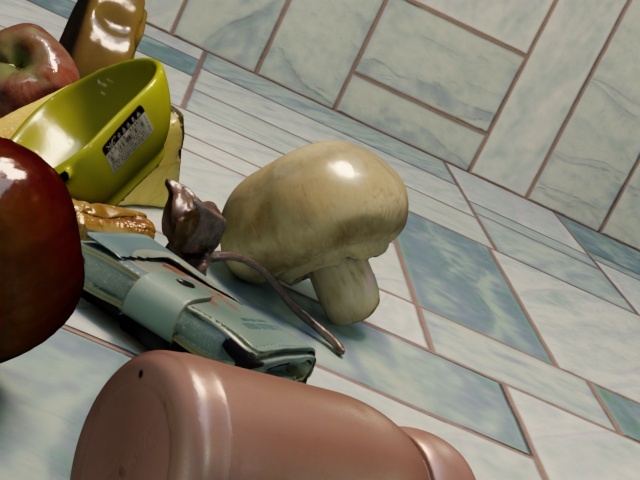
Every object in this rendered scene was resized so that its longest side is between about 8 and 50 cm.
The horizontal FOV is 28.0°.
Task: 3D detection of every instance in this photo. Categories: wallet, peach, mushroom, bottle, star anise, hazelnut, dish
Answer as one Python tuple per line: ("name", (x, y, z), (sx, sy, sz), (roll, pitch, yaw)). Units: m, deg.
("wallet", (-0.137, 0.080, 1.362), (0.250, 0.075, 0.176), (32, 9, 21))
("peach", (-0.418, -0.218, 1.816), (0.152, 0.152, 0.152), (24, 13, -6))
("mushroom", (0.000, 0.000, 1.674), (0.260, 0.253, 0.234), (80, -9, -83))
("bottle", (-0.027, 0.184, 0.958), (0.296, 0.173, 0.206), (16, 3, -35))
("star anise", (-0.075, 0.026, 1.548), (0.227, 0.148, 0.219), (5, 65, -29))
("hazelnut", (-0.315, 0.010, 1.041), (0.251, 0.217, 0.217), (11, 1, 40))
("dish", (-0.275, -0.103, 1.544), (0.221, 0.262, 0.108), (-7, -53, 40))

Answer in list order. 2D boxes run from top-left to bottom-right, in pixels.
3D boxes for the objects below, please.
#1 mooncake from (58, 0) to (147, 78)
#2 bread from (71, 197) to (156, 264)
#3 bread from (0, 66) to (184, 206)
("mooncake", (-0.368, -0.313, 2.122), (0.117, 0.235, 0.235), (18, 15, -20))
("bread", (-0.252, -0.005, 1.464), (0.132, 0.074, 0.053), (9, 32, -44))
("bread", (-0.331, -0.097, 1.738), (0.167, 0.163, 0.264), (37, 49, 24))
